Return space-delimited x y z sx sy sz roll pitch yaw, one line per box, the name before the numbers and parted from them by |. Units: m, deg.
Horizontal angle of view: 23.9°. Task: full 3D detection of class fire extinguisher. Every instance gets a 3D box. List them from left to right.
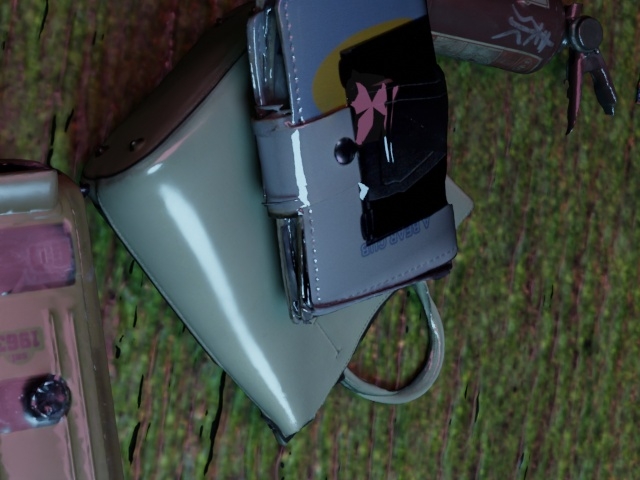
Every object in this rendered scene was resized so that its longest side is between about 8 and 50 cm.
fire extinguisher | 0.131 -0.156 1.175 0.252 0.075 0.106 10 108 -29

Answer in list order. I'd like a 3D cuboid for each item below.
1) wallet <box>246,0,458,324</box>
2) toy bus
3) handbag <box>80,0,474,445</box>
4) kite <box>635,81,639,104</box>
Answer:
wallet | 0.028 -0.069 1.000 0.170 0.069 0.231 -21 109 -44
toy bus | -0.199 0.092 0.906 0.139 0.157 0.289 -6 88 -30
handbag | 0.000 0.000 1.062 0.315 0.109 0.241 48 66 -20
kite | 0.336 -0.166 1.317 0.189 0.009 0.232 -30 99 -28
